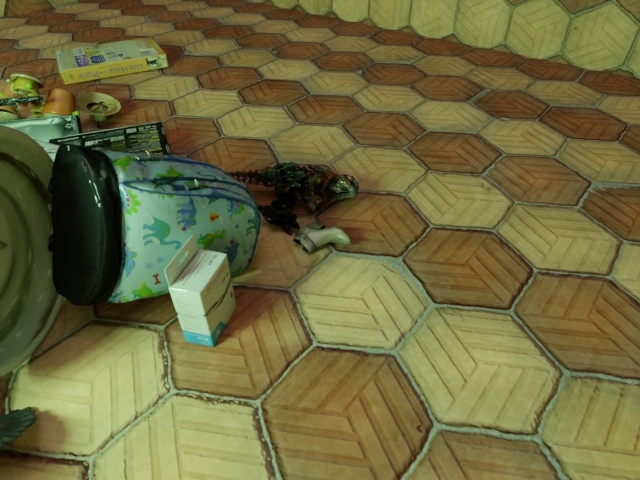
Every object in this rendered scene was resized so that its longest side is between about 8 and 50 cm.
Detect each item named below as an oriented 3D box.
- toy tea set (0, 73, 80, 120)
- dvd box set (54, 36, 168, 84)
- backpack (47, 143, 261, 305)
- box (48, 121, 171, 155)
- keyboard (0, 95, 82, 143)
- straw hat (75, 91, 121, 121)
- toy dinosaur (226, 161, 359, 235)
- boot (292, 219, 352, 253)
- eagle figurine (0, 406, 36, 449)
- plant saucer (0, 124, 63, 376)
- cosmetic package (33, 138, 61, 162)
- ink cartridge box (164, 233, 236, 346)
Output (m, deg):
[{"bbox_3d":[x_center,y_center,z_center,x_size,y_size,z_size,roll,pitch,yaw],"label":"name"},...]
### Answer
[{"bbox_3d":[-0.933,-0.418,1.461,0.336,0.124,0.200,0,-8,41],"label":"toy tea set"},{"bbox_3d":[-0.904,-0.785,1.954,0.420,0.062,0.307,-20,43,-21],"label":"dvd box set"},{"bbox_3d":[-0.291,-0.030,0.883,0.273,0.290,0.355,23,20,24],"label":"backpack"},{"bbox_3d":[-0.586,-0.226,1.270,0.322,0.079,0.257,-15,44,-16],"label":"box"},{"bbox_3d":[-0.875,-0.333,1.331,0.317,0.202,0.033,-7,8,-9],"label":"keyboard"},{"bbox_3d":[-0.757,-0.439,1.538,0.144,0.061,0.144,11,45,-11],"label":"straw hat"},{"bbox_3d":[-0.073,-0.130,1.131,0.322,0.164,0.218,-11,22,16],"label":"toy dinosaur"},{"bbox_3d":[0.000,0.000,1.024,0.118,0.042,0.087,28,54,32],"label":"boot"},{"bbox_3d":[-0.575,0.284,0.577,0.225,0.226,0.298,-2,40,31],"label":"eagle figurine"},{"bbox_3d":[-0.542,0.019,0.719,0.100,0.400,0.400,3,40,-1],"label":"plant saucer"},{"bbox_3d":[-0.666,0.007,0.874,0.161,0.230,0.453,15,41,18],"label":"cosmetic package"},{"bbox_3d":[-0.207,0.091,0.804,0.060,0.180,0.104,10,42,13],"label":"ink cartridge box"}]
